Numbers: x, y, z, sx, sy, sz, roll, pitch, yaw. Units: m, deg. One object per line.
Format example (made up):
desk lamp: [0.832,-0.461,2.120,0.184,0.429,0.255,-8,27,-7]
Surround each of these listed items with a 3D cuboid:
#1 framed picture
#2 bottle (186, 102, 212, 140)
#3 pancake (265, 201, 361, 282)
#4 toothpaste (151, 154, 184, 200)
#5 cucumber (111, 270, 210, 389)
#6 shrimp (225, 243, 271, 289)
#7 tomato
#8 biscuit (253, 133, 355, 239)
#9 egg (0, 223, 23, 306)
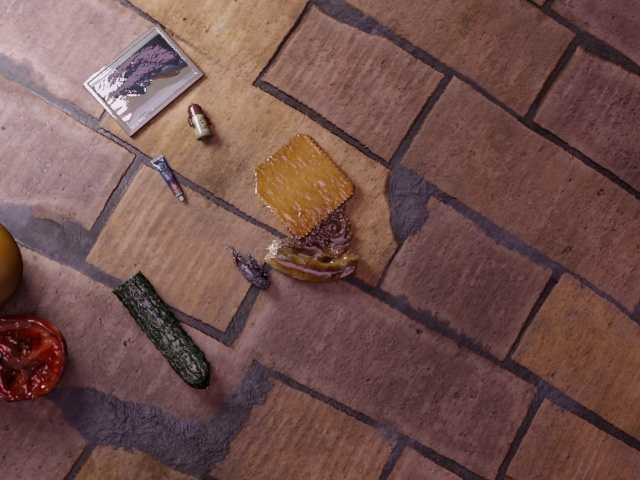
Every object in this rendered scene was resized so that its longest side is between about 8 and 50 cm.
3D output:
framed picture: [-0.480,-0.435,1.600,0.265,0.018,0.192,-44,93,-7]
bottle: [-0.332,-0.324,1.602,0.047,0.063,0.101,-21,88,20]
pancake: [0.000,0.000,1.633,0.266,0.057,0.244,20,84,-5]
toothpaste: [-0.409,-0.166,1.599,0.037,0.021,0.140,-32,90,-13]
cucumber: [-0.400,0.244,1.552,0.096,0.096,0.359,-38,96,-8]
shrimp: [-0.196,0.068,1.598,0.057,0.065,0.165,-32,96,27]
tomato: [-0.747,0.290,1.498,0.228,0.101,0.227,0,93,-2]
biscuit: [-0.053,-0.153,1.635,0.232,0.013,0.237,-41,87,-13]
egg: [-0.890,0.050,1.390,0.351,0.282,0.282,12,86,-8]
